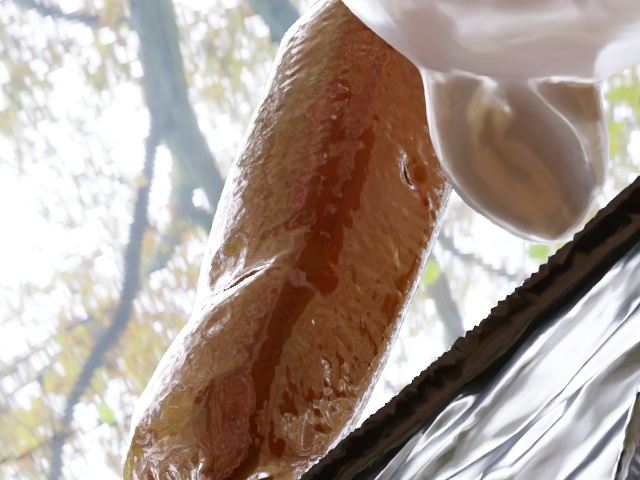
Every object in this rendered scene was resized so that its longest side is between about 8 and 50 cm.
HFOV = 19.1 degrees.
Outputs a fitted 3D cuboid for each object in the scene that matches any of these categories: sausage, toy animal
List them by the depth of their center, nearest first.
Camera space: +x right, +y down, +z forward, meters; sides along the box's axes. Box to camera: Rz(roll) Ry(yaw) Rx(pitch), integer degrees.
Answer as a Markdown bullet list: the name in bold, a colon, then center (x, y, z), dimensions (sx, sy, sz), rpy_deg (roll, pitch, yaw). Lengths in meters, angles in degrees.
- **toy animal**: center (0.134, -0.161, 0.714), dimensions (0.269, 0.326, 0.237), rpy_deg (-38, -115, 25)
- **sausage**: center (0.000, 0.000, 0.842), dimensions (0.094, 0.097, 0.348), rpy_deg (36, -133, -19)

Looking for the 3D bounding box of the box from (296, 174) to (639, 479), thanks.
- **box**: center (0.054, 0.167, 0.505), dimensions (0.204, 0.345, 0.251), rpy_deg (44, -151, -3)
